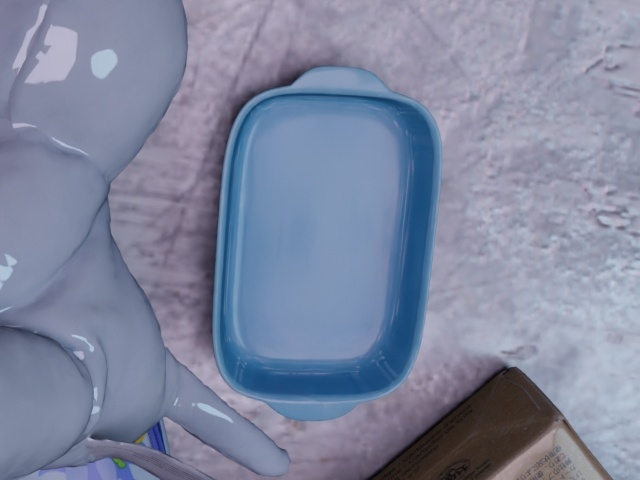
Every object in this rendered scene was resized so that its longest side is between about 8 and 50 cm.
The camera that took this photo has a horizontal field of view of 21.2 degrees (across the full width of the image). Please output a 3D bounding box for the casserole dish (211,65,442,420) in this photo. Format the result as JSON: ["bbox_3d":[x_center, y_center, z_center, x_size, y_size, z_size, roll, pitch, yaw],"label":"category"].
[{"bbox_3d":[0.000,0.000,0.889,0.114,0.037,0.188,2,106,-13],"label":"casserole dish"}]

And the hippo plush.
[{"bbox_3d":[-0.139,-0.026,0.688,0.294,0.234,0.236,11,93,1],"label":"hippo plush"}]

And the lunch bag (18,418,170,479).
[{"bbox_3d":[-0.182,0.127,0.842,0.219,0.090,0.176,-11,85,-9],"label":"lunch bag"}]

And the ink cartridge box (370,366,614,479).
[{"bbox_3d":[0.082,0.218,0.940,0.235,0.088,0.193,-39,111,0],"label":"ink cartridge box"}]
